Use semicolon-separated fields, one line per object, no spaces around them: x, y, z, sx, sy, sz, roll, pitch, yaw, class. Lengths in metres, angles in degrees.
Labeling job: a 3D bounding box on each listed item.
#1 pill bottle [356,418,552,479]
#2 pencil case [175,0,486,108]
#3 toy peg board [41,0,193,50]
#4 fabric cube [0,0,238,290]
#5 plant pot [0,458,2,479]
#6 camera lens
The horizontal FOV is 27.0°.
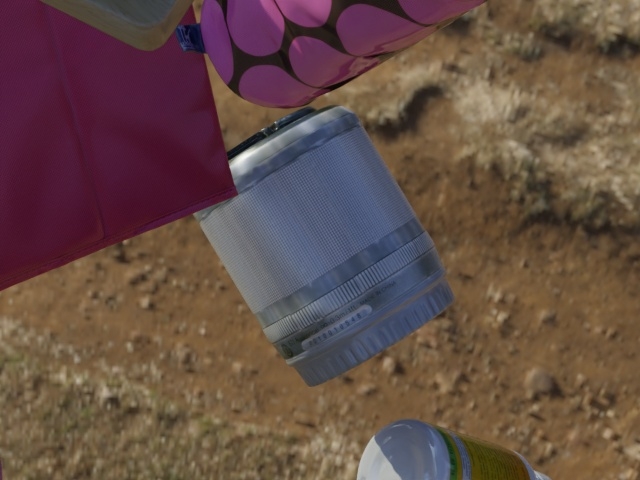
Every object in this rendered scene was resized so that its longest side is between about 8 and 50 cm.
0.173;0.302;1.580;0.245;0.136;0.136;22;32;-38;pill bottle
0.012;-0.136;0.677;0.095;0.209;0.098;-18;89;-34;pencil case
-0.079;-0.167;0.385;0.161;0.079;0.160;27;69;6;toy peg board
-0.258;-0.129;1.057;0.259;0.258;0.254;-24;23;-32;fabric cube
-0.438;0.227;1.268;0.180;0.201;0.201;-28;41;20;plant pot
0.000;0.000;1.518;0.219;0.219;0.274;-30;89;-36;camera lens
